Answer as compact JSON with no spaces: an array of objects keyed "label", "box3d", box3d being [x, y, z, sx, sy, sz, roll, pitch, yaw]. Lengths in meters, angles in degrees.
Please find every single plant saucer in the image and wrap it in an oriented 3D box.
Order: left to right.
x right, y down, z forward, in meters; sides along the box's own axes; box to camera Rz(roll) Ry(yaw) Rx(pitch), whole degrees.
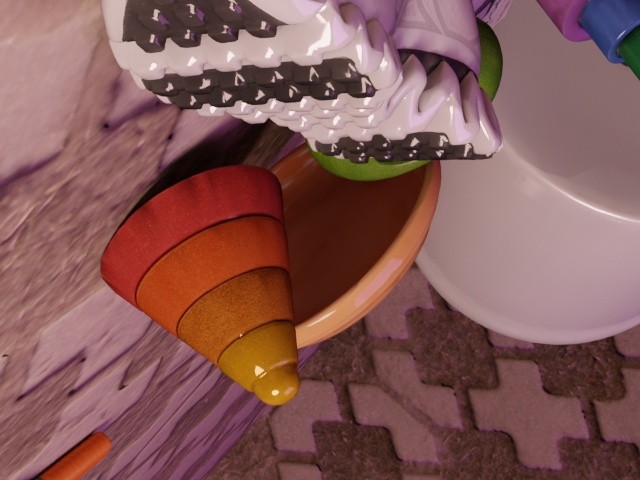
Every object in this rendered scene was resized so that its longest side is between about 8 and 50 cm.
[{"label":"plant saucer","box3d":[0.000,0.000,0.829,0.200,0.037,0.200,-30,-147,22]}]

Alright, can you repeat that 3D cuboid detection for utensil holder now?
[{"label":"utensil holder","box3d":[0.238,-0.104,1.075,0.327,0.327,0.385,-47,170,-12]}]

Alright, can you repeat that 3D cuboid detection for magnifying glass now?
[{"label":"magnifying glass","box3d":[-0.245,0.217,1.021,0.092,0.026,0.231,-53,170,28]}]

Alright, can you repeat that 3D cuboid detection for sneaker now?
[{"label":"sneaker","box3d":[0.002,-0.105,0.531,0.292,0.110,0.118,10,82,-68]}]

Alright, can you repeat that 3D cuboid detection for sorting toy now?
[{"label":"sorting toy","box3d":[0.054,-0.028,0.704,0.366,0.126,0.127,-34,156,7]}]

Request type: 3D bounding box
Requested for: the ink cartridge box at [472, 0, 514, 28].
[{"label":"ink cartridge box","box3d":[0.071,-0.151,0.793,0.150,0.063,0.109,-44,171,-25]}]
